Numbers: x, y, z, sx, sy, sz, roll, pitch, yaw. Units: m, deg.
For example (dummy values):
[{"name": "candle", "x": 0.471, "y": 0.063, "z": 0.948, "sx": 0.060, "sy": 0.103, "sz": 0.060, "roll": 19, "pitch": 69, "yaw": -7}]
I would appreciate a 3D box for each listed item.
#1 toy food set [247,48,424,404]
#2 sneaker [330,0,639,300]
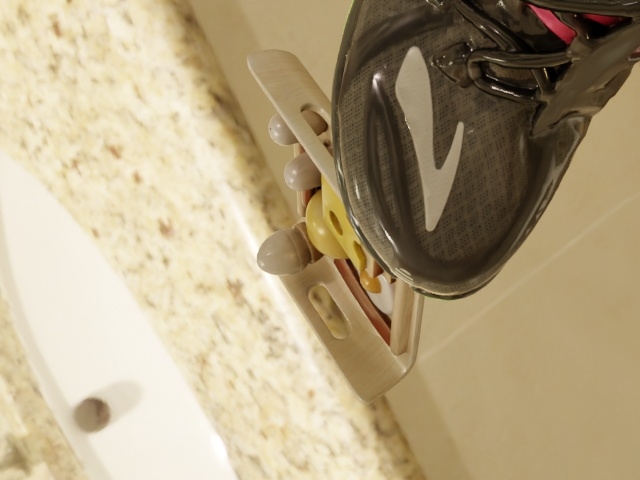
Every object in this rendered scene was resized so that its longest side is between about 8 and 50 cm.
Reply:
[{"name": "toy food set", "x": 0.000, "y": 0.000, "z": 0.854, "sx": 0.220, "sy": 0.092, "sz": 0.306, "roll": 56, "pitch": 164, "yaw": 29}, {"name": "sneaker", "x": 0.129, "y": -0.167, "z": 0.490, "sx": 0.185, "sy": 0.202, "sz": 0.483, "roll": 21, "pitch": 116, "yaw": -3}]
